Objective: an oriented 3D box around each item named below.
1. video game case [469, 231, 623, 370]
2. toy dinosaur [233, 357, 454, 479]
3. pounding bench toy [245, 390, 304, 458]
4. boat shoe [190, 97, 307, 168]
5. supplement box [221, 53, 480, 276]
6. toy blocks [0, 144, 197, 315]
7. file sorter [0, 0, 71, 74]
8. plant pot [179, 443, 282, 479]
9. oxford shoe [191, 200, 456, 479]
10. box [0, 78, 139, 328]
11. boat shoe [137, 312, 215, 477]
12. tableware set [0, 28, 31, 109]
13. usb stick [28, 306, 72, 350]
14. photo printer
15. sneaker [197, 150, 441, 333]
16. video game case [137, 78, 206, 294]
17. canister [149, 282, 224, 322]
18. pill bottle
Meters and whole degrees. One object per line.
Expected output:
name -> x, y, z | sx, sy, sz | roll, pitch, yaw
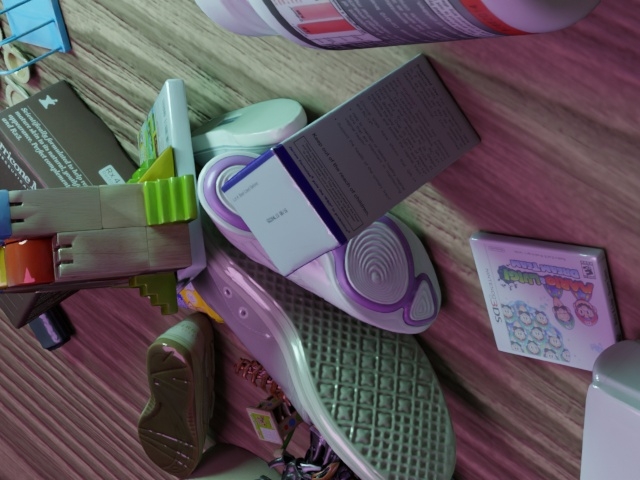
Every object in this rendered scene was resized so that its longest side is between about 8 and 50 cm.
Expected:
video game case -> 0.232, 0.064, 1.287 | 0.157, 0.019, 0.143 | 9, 126, 44
toy dinosaur -> 0.027, 0.266, 1.608 | 0.322, 0.164, 0.218 | 48, 116, 30
pounding bench toy -> -0.049, 0.249, 1.721 | 0.052, 0.065, 0.083 | 2, 119, 49
boat shoe -> -0.075, -0.107, 1.456 | 0.227, 0.079, 0.081 | -2, 124, 56
supplement box -> 0.032, -0.075, 1.227 | 0.114, 0.220, 0.111 | 55, 145, -3
toy blocks -> -0.311, 0.004, 1.473 | 0.381, 0.261, 0.191 | 161, 104, -71
file sorter -> -0.421, -0.316, 1.643 | 0.118, 0.104, 0.170 | 18, 131, 39
plant pot -> -0.150, 0.482, 1.923 | 0.284, 0.191, 0.284 | 30, 139, 31
oxford shoe -> -0.005, 0.127, 1.489 | 0.449, 0.169, 0.130 | 49, 142, 19
box -> -0.406, -0.041, 1.829 | 0.191, 0.143, 0.381 | 50, 143, 6
boat shoe -> -0.200, 0.233, 1.858 | 0.109, 0.098, 0.302 | 23, 134, 17
tableware set -> -0.459, -0.248, 1.816 | 0.141, 0.020, 0.169 | 41, 143, 18
usb stick -> -0.504, 0.060, 2.101 | 0.077, 0.045, 0.278 | -18, 104, 54
photo printer -> 0.373, 0.270, 1.222 | 0.256, 0.107, 0.307 | 25, 136, 34
sneaker -> 0.000, 0.000, 1.410 | 0.305, 0.114, 0.152 | 33, 170, -6
video game case -> -0.183, -0.055, 1.531 | 0.206, 0.026, 0.227 | 142, 121, -68
canister -> -0.177, 0.034, 1.684 | 0.170, 0.073, 0.126 | 10, 126, 46
pill bottle -> 0.053, -0.266, 1.052 | 0.363, 0.210, 0.210 | 4, 121, 47
